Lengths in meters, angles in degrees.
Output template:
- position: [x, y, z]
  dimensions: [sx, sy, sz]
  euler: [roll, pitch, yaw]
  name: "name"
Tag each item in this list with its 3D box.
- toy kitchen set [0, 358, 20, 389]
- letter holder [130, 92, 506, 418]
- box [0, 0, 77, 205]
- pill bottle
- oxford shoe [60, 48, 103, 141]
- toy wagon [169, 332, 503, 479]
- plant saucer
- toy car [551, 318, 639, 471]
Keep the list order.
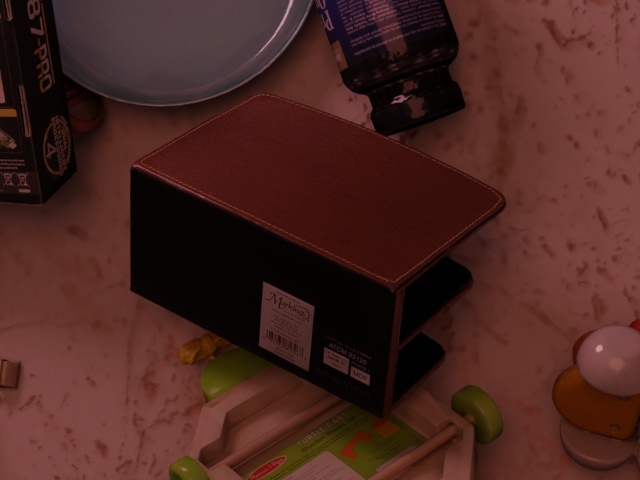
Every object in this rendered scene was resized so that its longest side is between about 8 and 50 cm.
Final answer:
- position: [-0.344, 0.133, 1.802]
  dimensions: [0.068, 0.075, 0.083]
  euler: [6, 84, 8]
  name: "toy kitchen set"
- position: [0.000, 0.000, 1.725]
  dimensions: [0.302, 0.152, 0.214]
  euler: [25, 40, 27]
  name: "letter holder"
- position: [-0.452, -0.200, 1.767]
  dimensions: [0.395, 0.097, 0.318]
  euler: [3, 118, 18]
  name: "box"
- position: [0.064, -0.219, 1.786]
  dimensions: [0.123, 0.123, 0.219]
  euler: [-19, 89, 4]
  name: "pill bottle"
- position: [-0.380, -0.196, 1.876]
  dimensions: [0.348, 0.123, 0.130]
  euler: [38, 117, 8]
  name: "oxford shoe"
- position: [-0.009, 0.182, 1.697]
  dimensions: [0.267, 0.068, 0.344]
  euler: [-29, 39, -25]
  name: "toy wagon"
- position: [-0.156, -0.282, 1.867]
  dimensions: [0.318, 0.043, 0.317]
  euler: [-1, 74, 4]
  name: "plant saucer"
- position: [0.314, 0.140, 1.690]
  dimensions: [0.182, 0.159, 0.136]
  euler: [18, 45, 11]
  name: "toy car"
